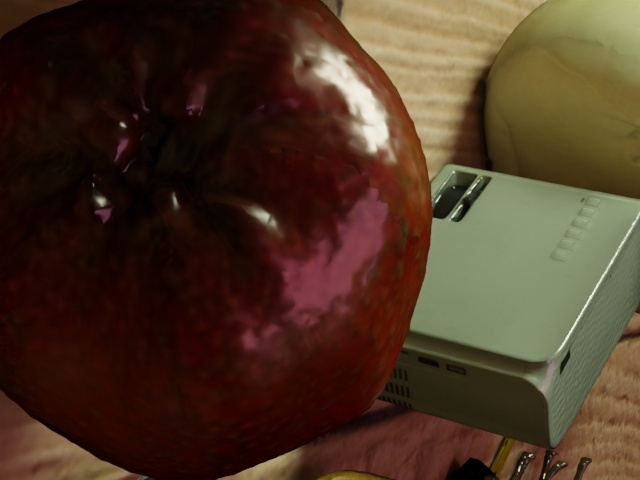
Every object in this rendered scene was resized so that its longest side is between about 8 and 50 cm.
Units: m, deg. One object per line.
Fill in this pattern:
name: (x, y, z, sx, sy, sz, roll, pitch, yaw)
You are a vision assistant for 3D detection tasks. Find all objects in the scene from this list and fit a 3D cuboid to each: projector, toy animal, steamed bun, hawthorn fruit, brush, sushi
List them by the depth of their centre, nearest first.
hawthorn fruit: (-0.067, 0.005, 0.755, 0.300, 0.254, 0.254, 96, 14, -73)
projector: (0.152, 0.050, 1.211, 0.250, 0.198, 0.108, -51, 143, -40)
steamed bun: (0.336, -0.097, 1.360, 0.233, 0.312, 0.333, -43, 146, -28)
sushi: (0.163, 0.288, 1.497, 0.084, 0.056, 0.083, -63, 151, -28)
brush: (0.233, 0.210, 1.654, 0.205, 0.011, 0.083, -61, 150, -29)
toy animal: (0.280, 0.354, 1.738, 0.214, 0.094, 0.186, 13, 85, -56)

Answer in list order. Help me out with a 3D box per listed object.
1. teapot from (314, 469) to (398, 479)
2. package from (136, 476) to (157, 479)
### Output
teapot: (0.054, 0.296, 1.124, 0.311, 0.167, 0.203, 36, 68, -62)
package: (-0.158, 0.258, 0.877, 0.166, 0.040, 0.232, -33, 138, -51)
